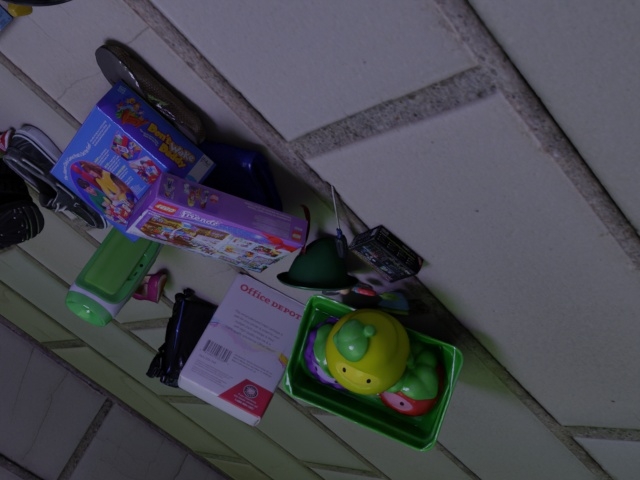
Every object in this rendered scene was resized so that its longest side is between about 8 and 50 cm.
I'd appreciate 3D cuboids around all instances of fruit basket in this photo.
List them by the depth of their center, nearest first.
[{"bbox_3d":[0.105,0.267,1.643,0.392,0.283,0.392,16,-170,-3],"label":"fruit basket"}]

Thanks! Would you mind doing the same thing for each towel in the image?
[{"bbox_3d":[-0.227,-0.127,1.575,0.308,0.076,0.228,15,142,24],"label":"towel"}]

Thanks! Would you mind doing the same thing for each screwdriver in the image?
[{"bbox_3d":[0.031,-0.034,1.503,0.024,0.025,0.170,-119,10,-53],"label":"screwdriver"}]

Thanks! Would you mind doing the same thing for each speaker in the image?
[{"bbox_3d":[-0.480,0.055,1.847,0.131,0.296,0.131,22,151,13],"label":"speaker"}]

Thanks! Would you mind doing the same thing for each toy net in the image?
[{"bbox_3d":[0.075,0.117,1.664,0.232,0.045,0.122,11,-178,25],"label":"toy net"}]

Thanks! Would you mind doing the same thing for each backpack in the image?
[{"bbox_3d":[-0.379,0.315,2.253,0.213,0.276,0.263,22,157,-15],"label":"backpack"}]

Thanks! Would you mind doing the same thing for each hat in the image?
[{"bbox_3d":[0.000,0.000,1.611,0.173,0.184,0.208,-2,-169,-21],"label":"hat"}]

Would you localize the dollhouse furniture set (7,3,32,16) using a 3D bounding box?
[{"bbox_3d":[-0.483,-0.452,1.136,0.286,0.198,0.303,5,144,37],"label":"dollhouse furniture set"}]

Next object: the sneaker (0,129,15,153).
[{"bbox_3d":[-0.784,-0.249,1.894,0.067,0.042,0.118,30,154,-8],"label":"sneaker"}]

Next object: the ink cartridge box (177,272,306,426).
[{"bbox_3d":[-0.184,0.272,1.926,0.226,0.306,0.131,29,152,1],"label":"ink cartridge box"}]

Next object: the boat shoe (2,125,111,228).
[{"bbox_3d":[-0.646,-0.125,1.890,0.121,0.119,0.335,0,140,42],"label":"boat shoe"}]

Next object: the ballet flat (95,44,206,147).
[{"bbox_3d":[-0.309,-0.272,1.432,0.250,0.058,0.084,42,148,-13],"label":"ballet flat"}]

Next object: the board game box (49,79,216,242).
[{"bbox_3d":[-0.384,-0.143,1.539,0.233,0.078,0.347,42,146,-14],"label":"board game box"}]

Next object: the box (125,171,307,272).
[{"bbox_3d":[-0.199,-0.027,1.470,0.293,0.057,0.201,19,155,-24],"label":"box"}]

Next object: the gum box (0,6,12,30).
[{"bbox_3d":[-0.703,-0.462,1.478,0.157,0.041,0.184,-6,135,47],"label":"gum box"}]

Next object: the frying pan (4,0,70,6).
[{"bbox_3d":[-0.370,-0.438,1.076,0.197,0.053,0.326,6,151,-45],"label":"frying pan"}]

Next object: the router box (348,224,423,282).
[{"bbox_3d":[0.130,0.029,1.533,0.122,0.038,0.092,39,150,-17],"label":"router box"}]

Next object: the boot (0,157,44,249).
[{"bbox_3d":[-0.859,-0.072,1.847,0.260,0.348,0.131,45,138,39],"label":"boot"}]

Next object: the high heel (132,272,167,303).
[{"bbox_3d":[-0.507,0.124,2.214,0.117,0.082,0.244,22,165,-8],"label":"high heel"}]
